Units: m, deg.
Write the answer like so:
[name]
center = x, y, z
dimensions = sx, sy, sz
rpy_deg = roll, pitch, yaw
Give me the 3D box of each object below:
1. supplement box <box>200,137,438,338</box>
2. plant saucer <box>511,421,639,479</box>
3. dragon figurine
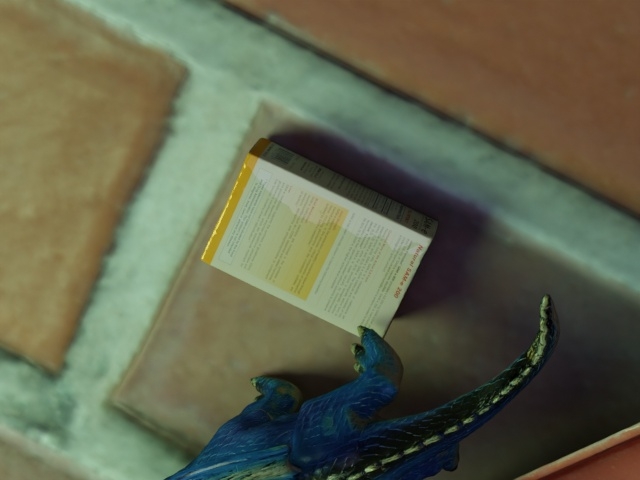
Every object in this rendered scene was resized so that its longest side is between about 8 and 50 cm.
[supplement box]
center = 0.000, 0.000, 0.770
dimensions = 0.098, 0.036, 0.062
rpy_deg = 26, 108, 1
[plant saucer]
center = 0.205, 0.181, 0.738
dimensions = 0.259, 0.047, 0.258
rpy_deg = 47, 137, -7
[dragon figurine]
center = -0.012, 0.115, 0.724
dimensions = 0.289, 0.144, 0.085
rpy_deg = -19, 106, 42
